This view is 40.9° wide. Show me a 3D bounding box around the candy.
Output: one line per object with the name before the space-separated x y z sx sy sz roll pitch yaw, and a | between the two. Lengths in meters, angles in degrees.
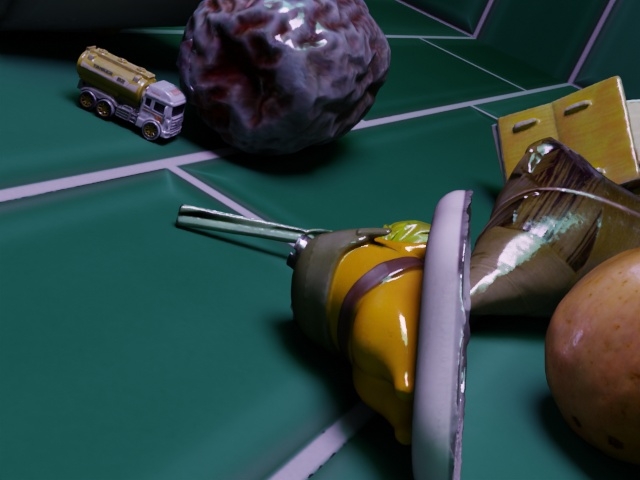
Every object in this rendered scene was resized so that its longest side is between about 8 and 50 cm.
candy | -0.001 0.002 0.784 0.262 0.073 0.077 10 7 -12

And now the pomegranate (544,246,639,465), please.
pomegranate | 0.277 0.090 0.679 0.191 0.191 0.191 20 23 -9

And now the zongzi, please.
zongzi | 0.278 0.056 0.858 0.274 0.145 0.300 32 40 7

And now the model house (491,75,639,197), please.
model house | 0.403 -0.051 1.199 0.323 0.340 0.300 -2 68 -1

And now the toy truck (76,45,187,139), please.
toy truck | -0.204 -0.159 0.922 0.123 0.063 0.052 26 22 6

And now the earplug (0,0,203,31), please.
earplug | -0.237 -0.413 1.066 0.394 0.313 0.312 -9 38 -39

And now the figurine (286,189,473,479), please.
figurine | 0.034 0.063 0.604 0.141 0.167 0.250 3 34 10

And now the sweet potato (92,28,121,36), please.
sweet potato | -0.303 -0.328 1.208 0.049 0.049 0.117 13 35 -24

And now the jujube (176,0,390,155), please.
jujube | -0.040 -0.218 1.030 0.226 0.226 0.317 29 24 12
